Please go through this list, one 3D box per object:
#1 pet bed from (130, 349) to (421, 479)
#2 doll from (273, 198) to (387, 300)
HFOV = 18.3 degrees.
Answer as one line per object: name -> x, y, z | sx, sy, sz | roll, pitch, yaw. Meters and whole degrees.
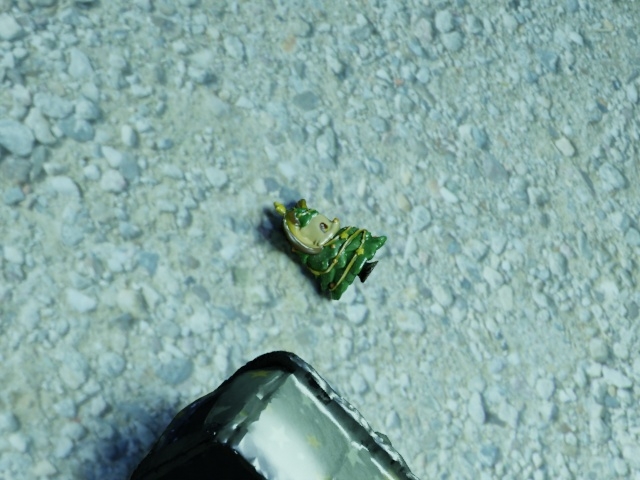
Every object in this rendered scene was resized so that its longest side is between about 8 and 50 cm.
pet bed -> -0.022, 0.201, 1.660 | 0.211, 0.183, 0.159 | 47, 48, -7
doll -> -0.001, 0.010, 1.889 | 0.113, 0.076, 0.078 | 21, 20, 7
